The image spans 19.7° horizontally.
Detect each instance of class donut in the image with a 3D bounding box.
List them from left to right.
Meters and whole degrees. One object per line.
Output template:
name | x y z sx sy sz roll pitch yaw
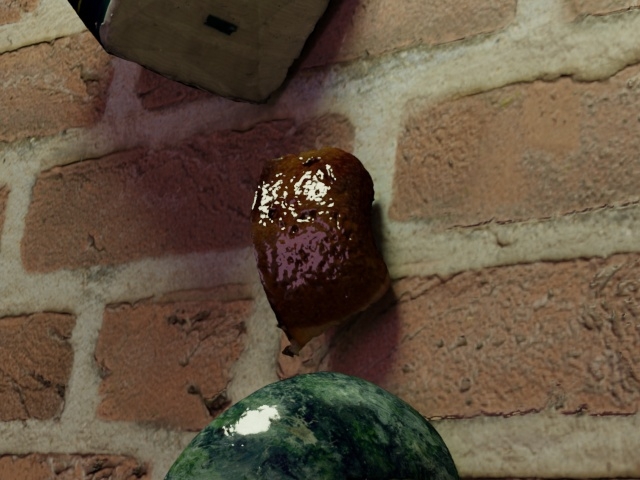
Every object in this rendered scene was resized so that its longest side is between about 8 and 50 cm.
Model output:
donut | -0.003 0.003 1.917 0.126 0.144 0.186 -21 28 19

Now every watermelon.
watermelon | -0.004 0.258 1.724 0.148 0.318 0.226 27 135 48

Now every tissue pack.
tissue pack | -0.182 -0.374 2.201 0.253 0.264 0.416 -60 37 17
